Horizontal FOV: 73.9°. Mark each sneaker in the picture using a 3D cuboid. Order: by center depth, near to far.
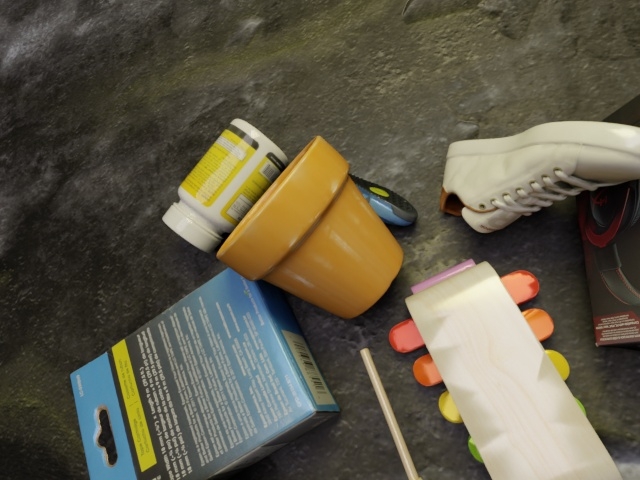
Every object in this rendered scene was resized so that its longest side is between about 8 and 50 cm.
[{"bbox_3d":[0.249,-0.061,0.505,0.106,0.290,0.122,16,90,-19],"label":"sneaker"},{"bbox_3d":[0.047,-0.057,0.667,0.210,0.069,0.082,25,112,19],"label":"sneaker"}]

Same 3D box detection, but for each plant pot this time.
[{"bbox_3d":[0.000,0.000,0.570,0.188,0.205,0.205,40,88,-12],"label":"plant pot"}]

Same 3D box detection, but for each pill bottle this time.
[{"bbox_3d":[-0.161,-0.089,0.718,0.119,0.119,0.208,37,86,27],"label":"pill bottle"}]

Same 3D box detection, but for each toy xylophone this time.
[{"bbox_3d":[0.187,0.178,0.511,0.237,0.081,0.322,-20,66,13],"label":"toy xylophone"}]

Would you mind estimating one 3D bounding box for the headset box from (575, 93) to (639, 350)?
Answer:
[{"bbox_3d":[0.383,-0.015,0.419,0.110,0.218,0.292,7,72,-9],"label":"headset box"}]

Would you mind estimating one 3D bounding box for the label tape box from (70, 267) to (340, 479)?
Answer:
[{"bbox_3d":[-0.177,0.219,0.621,0.334,0.106,0.240,-33,62,7],"label":"label tape box"}]
